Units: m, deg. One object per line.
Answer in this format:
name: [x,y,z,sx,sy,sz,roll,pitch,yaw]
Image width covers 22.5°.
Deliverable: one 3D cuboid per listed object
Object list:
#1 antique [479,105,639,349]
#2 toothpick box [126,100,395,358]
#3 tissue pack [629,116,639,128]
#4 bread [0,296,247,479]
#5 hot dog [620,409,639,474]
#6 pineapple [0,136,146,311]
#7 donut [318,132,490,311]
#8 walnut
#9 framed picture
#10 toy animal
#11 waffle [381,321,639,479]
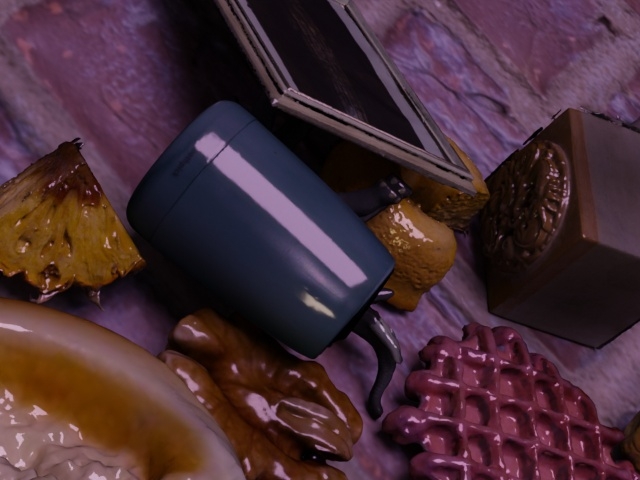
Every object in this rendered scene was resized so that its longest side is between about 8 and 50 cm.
antique: [0.225,-0.014,1.411,0.148,0.146,0.152,17,52,-23]
toothpick box: [-0.038,-0.004,1.168,0.184,0.120,0.120,40,45,2]
tissue pack: [0.467,-0.099,1.652,0.246,0.136,0.159,-8,64,-39]
bread: [-0.230,0.198,0.844,0.329,0.245,0.424,22,31,33]
hot dog: [0.355,0.263,1.363,0.088,0.061,0.286,-21,72,-46]
pineapple: [-0.185,-0.016,1.147,0.137,0.116,0.069,12,14,-26]
donut: [0.069,-0.039,1.366,0.146,0.078,0.181,44,43,-5]
walnut: [-0.052,0.128,1.162,0.170,0.069,0.143,35,41,-14]
framed picture: [-0.001,-0.163,1.340,0.231,0.018,0.293,21,28,-40]
toy animal: [0.009,-0.004,1.263,0.269,0.137,0.082,50,10,2]
waffle: [0.159,0.172,1.292,0.221,0.055,0.234,-30,79,-45]
